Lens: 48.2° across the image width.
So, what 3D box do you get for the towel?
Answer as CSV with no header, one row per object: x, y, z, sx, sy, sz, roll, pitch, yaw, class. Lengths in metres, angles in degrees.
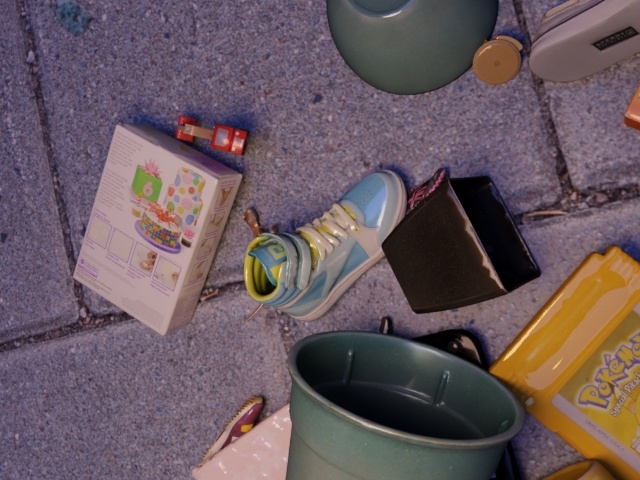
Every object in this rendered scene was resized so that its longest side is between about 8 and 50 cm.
-0.016,0.455,1.257,0.317,0.053,0.332,-37,85,11,towel

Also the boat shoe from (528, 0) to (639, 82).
0.469,-0.356,1.017,0.367,0.136,0.156,-17,53,53,boat shoe

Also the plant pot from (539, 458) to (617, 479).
0.396,0.461,1.029,0.254,0.254,0.239,-36,74,17,plant pot

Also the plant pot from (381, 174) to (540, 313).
0.212,0.020,1.140,0.167,0.188,0.187,-32,79,30,plant pot

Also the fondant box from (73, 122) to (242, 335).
-0.313,-0.023,1.350,0.238,0.096,0.330,29,111,18,fondant box

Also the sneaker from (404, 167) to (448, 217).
0.171,-0.079,1.225,0.057,0.047,0.119,40,102,28,sneaker

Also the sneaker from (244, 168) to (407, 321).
0.000,0.000,1.190,0.127,0.208,0.319,44,105,34,sneaker

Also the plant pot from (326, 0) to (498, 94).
0.127,-0.399,1.158,0.290,0.195,0.290,0,89,21,plant pot

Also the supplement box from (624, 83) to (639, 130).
0.541,-0.272,1.063,0.080,0.078,0.233,30,99,22,supplement box

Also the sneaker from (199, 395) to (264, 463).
-0.145,0.374,1.335,0.084,0.069,0.185,38,106,3,sneaker

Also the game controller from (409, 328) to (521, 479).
0.224,0.311,1.189,0.167,0.067,0.319,-18,83,20,game controller

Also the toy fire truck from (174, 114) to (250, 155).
-0.201,-0.194,1.313,0.135,0.192,0.047,14,96,-8,toy fire truck

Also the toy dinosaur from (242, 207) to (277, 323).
-0.095,0.041,1.323,0.112,0.064,0.211,-17,74,38,toy dinosaur

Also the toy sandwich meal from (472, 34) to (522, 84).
0.292,-0.299,1.179,0.086,0.029,0.085,6,124,8,toy sandwich meal

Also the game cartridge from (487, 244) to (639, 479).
0.467,0.204,1.080,0.324,0.053,0.285,38,103,6,game cartridge

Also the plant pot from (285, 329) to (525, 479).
0.089,0.353,1.055,0.341,0.341,0.334,16,105,20,plant pot

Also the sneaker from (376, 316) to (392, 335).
0.097,0.184,1.251,0.044,0.040,0.109,15,95,22,sneaker
